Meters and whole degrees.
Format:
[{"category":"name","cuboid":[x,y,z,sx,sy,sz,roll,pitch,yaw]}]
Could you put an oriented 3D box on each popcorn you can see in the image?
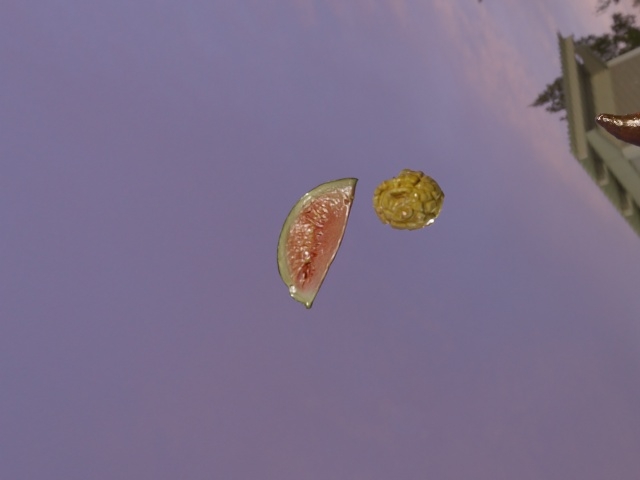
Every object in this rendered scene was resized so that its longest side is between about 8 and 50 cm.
[{"category":"popcorn","cuboid":[0.216,-0.099,1.474,0.180,0.180,0.170,27,-131,-41]}]

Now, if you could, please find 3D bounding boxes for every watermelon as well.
[{"category":"watermelon","cuboid":[-0.026,-0.010,1.362,0.128,0.159,0.303,22,-94,-7]}]

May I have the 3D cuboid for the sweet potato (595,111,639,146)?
[{"category":"sweet potato","cuboid":[0.579,-0.145,0.846,0.112,0.359,0.112,-38,-43,-47]}]
